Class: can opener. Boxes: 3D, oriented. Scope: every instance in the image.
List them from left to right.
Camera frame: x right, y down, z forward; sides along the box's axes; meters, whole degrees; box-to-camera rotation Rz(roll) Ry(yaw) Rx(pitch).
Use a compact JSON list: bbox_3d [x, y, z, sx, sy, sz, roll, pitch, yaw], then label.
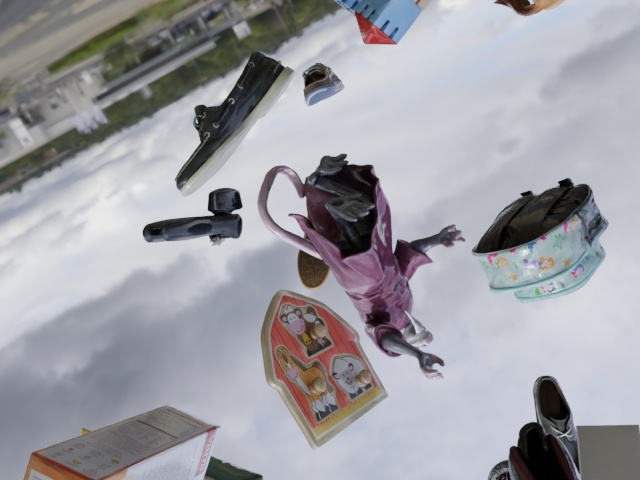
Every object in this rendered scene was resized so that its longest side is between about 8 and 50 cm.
[{"bbox_3d":[-0.159,-0.020,1.039,0.059,0.073,0.186,-14,-176,31],"label":"can opener"}]

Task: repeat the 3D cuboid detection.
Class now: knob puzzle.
[{"bbox_3d":[-0.001,0.145,1.063,0.030,0.213,0.213,-37,-172,37],"label":"knob puzzle"}]

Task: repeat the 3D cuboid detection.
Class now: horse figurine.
[{"bbox_3d":[0.411,-0.482,1.430,0.263,0.066,0.174,-53,-148,40],"label":"horse figurine"}]

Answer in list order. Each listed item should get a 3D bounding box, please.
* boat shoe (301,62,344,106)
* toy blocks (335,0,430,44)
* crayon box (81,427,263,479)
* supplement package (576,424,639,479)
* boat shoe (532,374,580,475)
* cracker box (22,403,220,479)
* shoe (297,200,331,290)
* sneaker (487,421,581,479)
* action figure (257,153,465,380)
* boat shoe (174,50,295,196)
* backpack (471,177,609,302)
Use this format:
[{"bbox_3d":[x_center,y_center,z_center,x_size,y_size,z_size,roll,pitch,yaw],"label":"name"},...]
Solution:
[{"bbox_3d":[-0.006,-0.304,1.600,0.066,0.066,0.183,-30,-175,15],"label":"boat shoe"},{"bbox_3d":[0.090,-0.394,1.052,0.261,0.191,0.381,-52,-135,13],"label":"toy blocks"},{"bbox_3d":[-0.248,0.426,1.300,0.323,0.203,0.083,10,-175,33],"label":"crayon box"},{"bbox_3d":[0.497,0.415,1.406,0.105,0.105,0.179,-5,-125,18],"label":"supplement package"},{"bbox_3d":[0.514,0.409,1.805,0.084,0.233,0.079,-11,163,3],"label":"boat shoe"},{"bbox_3d":[-0.183,0.244,0.730,0.067,0.155,0.232,19,-177,17],"label":"cracker box"},{"bbox_3d":[0.000,0.000,1.684,0.077,0.058,0.219,0,-110,17],"label":"shoe"},{"bbox_3d":[0.258,0.278,0.988,0.106,0.162,0.281,-18,-171,-5],"label":"sneaker"},{"bbox_3d":[0.072,0.066,1.288,0.276,0.370,0.248,-2,-136,28],"label":"action figure"},{"bbox_3d":[-0.195,-0.241,1.642,0.340,0.113,0.127,-51,-179,-8],"label":"boat shoe"},{"bbox_3d":[0.431,0.014,1.638,0.225,0.191,0.253,-16,-169,42],"label":"backpack"}]
